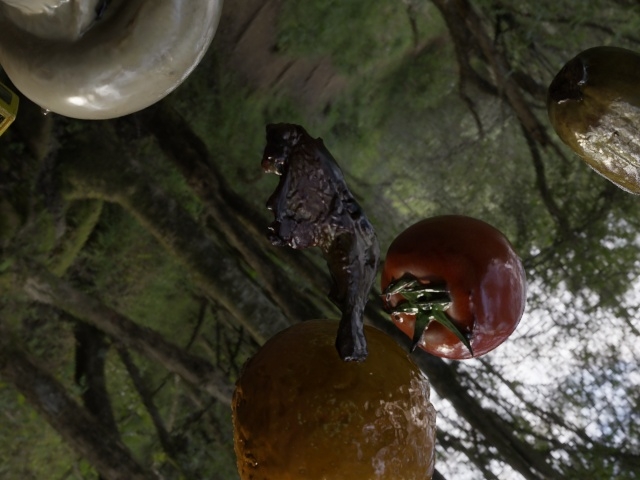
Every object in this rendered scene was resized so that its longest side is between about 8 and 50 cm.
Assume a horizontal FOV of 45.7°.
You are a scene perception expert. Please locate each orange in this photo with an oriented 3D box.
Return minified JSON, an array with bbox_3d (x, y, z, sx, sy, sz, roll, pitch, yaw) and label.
[{"bbox_3d":[0.027,0.282,1.128,0.293,0.340,0.340,-12,-170,2],"label":"orange"}]

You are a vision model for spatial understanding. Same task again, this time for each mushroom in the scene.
[{"bbox_3d":[-0.254,-0.282,0.771,0.292,0.292,0.290,-43,164,8],"label":"mushroom"}]

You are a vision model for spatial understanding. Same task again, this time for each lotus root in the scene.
[{"bbox_3d":[0.384,-0.129,0.893,0.145,0.260,0.128,-45,-158,51],"label":"lotus root"}]

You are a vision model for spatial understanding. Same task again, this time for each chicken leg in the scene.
[{"bbox_3d":[0.007,-0.004,0.988,0.083,0.322,0.177,-14,-155,37],"label":"chicken leg"}]

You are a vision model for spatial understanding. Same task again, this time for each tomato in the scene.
[{"bbox_3d":[0.231,0.079,1.323,0.224,0.255,0.256,-23,173,-38],"label":"tomato"}]

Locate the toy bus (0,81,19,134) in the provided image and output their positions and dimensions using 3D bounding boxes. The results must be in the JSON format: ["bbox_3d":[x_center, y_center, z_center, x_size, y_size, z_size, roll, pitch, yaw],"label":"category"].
[{"bbox_3d":[-0.676,-0.282,1.257,0.151,0.331,0.145,-42,-147,10],"label":"toy bus"}]
